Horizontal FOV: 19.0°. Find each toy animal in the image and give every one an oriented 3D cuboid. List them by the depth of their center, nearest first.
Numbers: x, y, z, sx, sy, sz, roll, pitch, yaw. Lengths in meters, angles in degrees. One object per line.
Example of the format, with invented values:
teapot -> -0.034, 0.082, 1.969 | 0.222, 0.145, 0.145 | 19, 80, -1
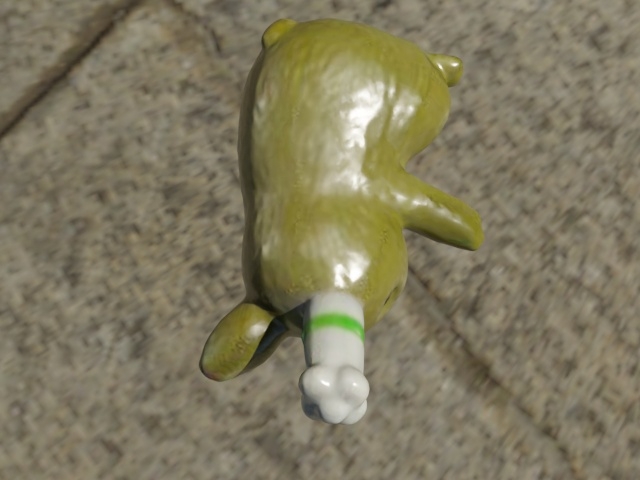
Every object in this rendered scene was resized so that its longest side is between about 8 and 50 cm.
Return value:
toy animal -> 0.013, -0.001, 1.557 | 0.181, 0.180, 0.362 | -17, 61, 39
